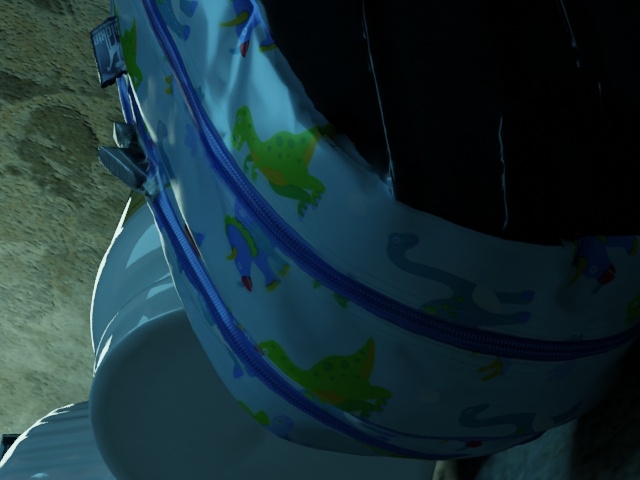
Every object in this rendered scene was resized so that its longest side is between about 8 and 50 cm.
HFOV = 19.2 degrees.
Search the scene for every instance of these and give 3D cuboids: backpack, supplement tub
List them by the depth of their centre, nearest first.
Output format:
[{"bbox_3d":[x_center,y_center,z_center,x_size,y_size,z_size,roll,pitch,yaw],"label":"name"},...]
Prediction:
[{"bbox_3d":[0.040,-0.074,0.862,0.355,0.290,0.273,56,132,48],"label":"backpack"},{"bbox_3d":[-0.008,0.010,1.137,0.316,0.228,0.228,-75,10,-50],"label":"supplement tub"}]

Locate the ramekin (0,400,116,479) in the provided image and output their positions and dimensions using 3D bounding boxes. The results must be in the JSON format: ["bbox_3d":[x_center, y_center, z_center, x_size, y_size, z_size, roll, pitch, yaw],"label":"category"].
[{"bbox_3d":[-0.122,0.224,1.238,0.273,0.127,0.272,-3,-90,-70],"label":"ramekin"}]

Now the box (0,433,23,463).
[{"bbox_3d":[-0.197,0.264,1.342,0.175,0.051,0.220,74,-160,-67],"label":"box"}]
